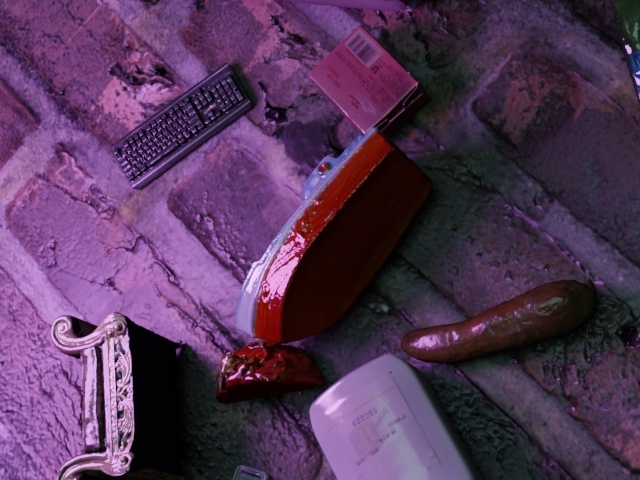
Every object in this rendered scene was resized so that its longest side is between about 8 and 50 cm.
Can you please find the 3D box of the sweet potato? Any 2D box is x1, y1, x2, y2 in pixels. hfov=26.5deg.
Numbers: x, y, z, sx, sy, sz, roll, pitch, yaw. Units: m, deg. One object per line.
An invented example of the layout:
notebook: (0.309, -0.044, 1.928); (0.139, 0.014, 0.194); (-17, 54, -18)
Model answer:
sweet potato: (0.229, 0.115, 1.761); (0.273, 0.075, 0.075); (-20, 67, 21)

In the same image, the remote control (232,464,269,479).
remote control: (-0.109, 0.370, 1.849); (0.053, 0.018, 0.125); (15, 80, 25)

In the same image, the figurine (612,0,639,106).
figurine: (0.505, -0.268, 1.737); (0.234, 0.127, 0.185); (-14, 73, 8)

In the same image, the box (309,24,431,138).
box: (0.070, -0.220, 1.936); (0.111, 0.060, 0.156); (-42, 60, 6)

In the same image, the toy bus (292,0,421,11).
toy bus: (-0.006, -0.431, 1.983); (0.386, 0.171, 0.162); (12, 89, 25)

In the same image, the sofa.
sofa: (-0.298, 0.238, 1.870); (0.182, 0.200, 0.258); (-12, 71, 17)

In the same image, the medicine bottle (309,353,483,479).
medicine bottle: (0.114, 0.302, 1.726); (0.161, 0.111, 0.296); (-36, 62, 10)

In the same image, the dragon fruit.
dragon fruit: (-0.084, 0.171, 1.850); (0.162, 0.106, 0.083); (-8, 74, 23)

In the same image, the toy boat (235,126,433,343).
toy boat: (0.000, 0.000, 1.857); (0.332, 0.145, 0.133); (-53, 39, -2)

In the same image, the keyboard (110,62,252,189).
keyboard: (-0.214, -0.175, 2.061); (0.230, 0.025, 0.094); (-35, 66, 9)
